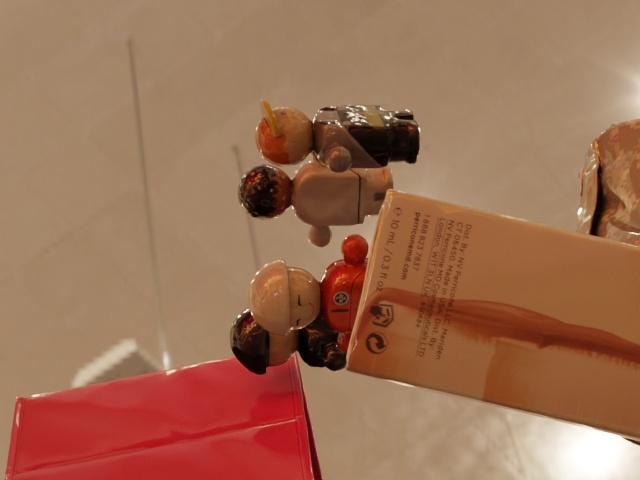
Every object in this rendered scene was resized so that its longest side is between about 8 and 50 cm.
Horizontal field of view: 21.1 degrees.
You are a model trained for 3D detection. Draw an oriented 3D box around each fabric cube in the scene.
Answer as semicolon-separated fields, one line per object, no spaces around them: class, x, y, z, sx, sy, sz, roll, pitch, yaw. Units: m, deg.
fabric cube;-0.117;0.275;1.476;0.258;0.259;0.254;-10;-63;-1

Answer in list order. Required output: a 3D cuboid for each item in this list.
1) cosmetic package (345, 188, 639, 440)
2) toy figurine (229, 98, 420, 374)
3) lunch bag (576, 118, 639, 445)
cosmetic package;0.174;0.062;1.189;0.296;0.153;0.129;13;-94;4
toy figurine;0.000;0.000;1.417;0.148;0.210;0.213;-2;-15;-7
lunch bag;0.347;0.042;1.540;0.256;0.305;0.213;18;-41;-3
